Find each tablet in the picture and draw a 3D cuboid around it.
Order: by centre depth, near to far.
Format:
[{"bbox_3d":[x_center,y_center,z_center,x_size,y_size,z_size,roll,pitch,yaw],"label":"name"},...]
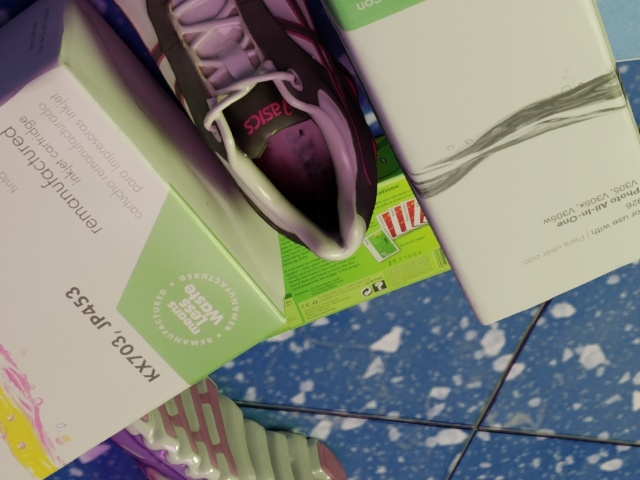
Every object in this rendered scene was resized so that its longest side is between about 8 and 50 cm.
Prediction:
[{"bbox_3d":[0.185,-0.132,1.121,0.083,0.006,0.054,-8,131,-12],"label":"tablet"}]

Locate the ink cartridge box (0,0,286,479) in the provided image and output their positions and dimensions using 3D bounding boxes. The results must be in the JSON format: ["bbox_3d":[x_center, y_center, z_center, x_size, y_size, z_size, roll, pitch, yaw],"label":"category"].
[{"bbox_3d":[-0.220,0.044,1.043,0.353,0.119,0.207,-33,117,14],"label":"ink cartridge box"}]

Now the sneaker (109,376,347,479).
[{"bbox_3d":[-0.083,0.159,1.236,0.104,0.095,0.236,-34,132,23],"label":"sneaker"}]

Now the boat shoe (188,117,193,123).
[{"bbox_3d":[-0.070,-0.051,1.091,0.046,0.038,0.125,35,112,-19],"label":"boat shoe"}]

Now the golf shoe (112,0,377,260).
[{"bbox_3d":[-0.043,-0.111,0.974,0.105,0.120,0.273,-32,114,6],"label":"golf shoe"}]

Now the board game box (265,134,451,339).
[{"bbox_3d":[0.000,0.000,1.152,0.181,0.043,0.092,-21,132,1],"label":"board game box"}]

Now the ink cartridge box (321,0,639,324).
[{"bbox_3d":[0.065,-0.129,0.948,0.121,0.211,0.289,-25,132,4],"label":"ink cartridge box"}]
